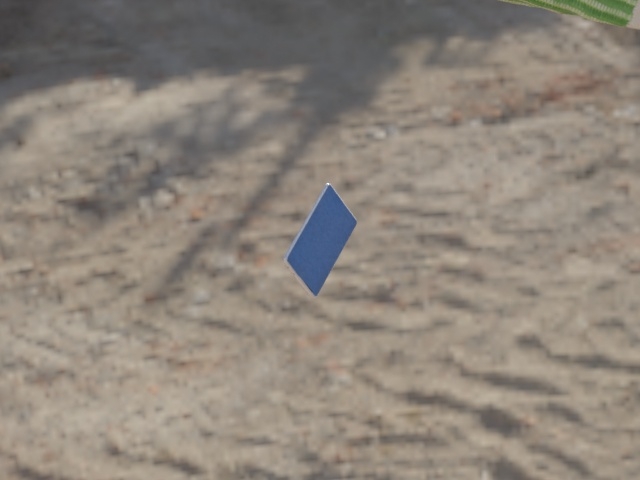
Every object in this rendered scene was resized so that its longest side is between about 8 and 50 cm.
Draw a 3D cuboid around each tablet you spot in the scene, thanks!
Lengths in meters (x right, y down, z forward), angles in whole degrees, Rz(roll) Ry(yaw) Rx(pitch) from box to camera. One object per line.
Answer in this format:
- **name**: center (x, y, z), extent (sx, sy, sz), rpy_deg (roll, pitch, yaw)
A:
- **tablet**: center (0.000, 0.000, 1.398), extent (0.006, 0.054, 0.083), rpy_deg (5, 54, 40)

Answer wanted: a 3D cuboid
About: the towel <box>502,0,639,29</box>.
- **towel**: center (0.070, -0.238, 0.816), extent (0.324, 0.248, 0.038), rpy_deg (12, 27, -6)
